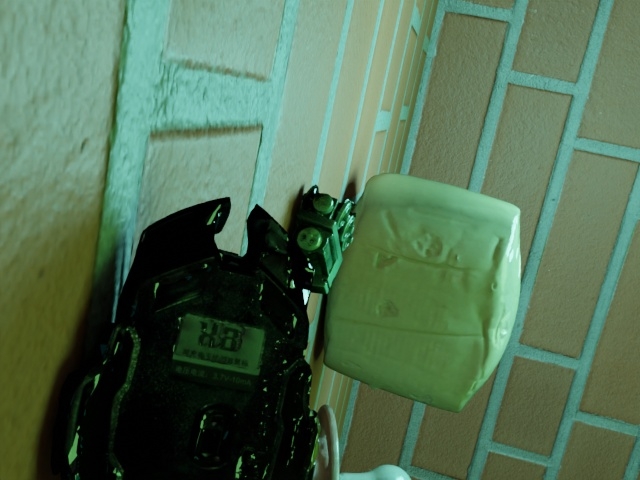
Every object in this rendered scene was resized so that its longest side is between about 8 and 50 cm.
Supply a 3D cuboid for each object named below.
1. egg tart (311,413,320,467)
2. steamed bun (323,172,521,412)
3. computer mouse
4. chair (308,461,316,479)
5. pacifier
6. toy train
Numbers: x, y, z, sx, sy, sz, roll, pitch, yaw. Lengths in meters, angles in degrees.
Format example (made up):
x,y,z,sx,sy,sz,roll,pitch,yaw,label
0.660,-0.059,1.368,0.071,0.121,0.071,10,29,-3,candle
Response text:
x,y,z,sx,sy,sz,roll,pitch,yaw,label
-0.078,0.230,0.599,0.315,0.120,0.315,14,90,-80,egg tart
0.213,0.094,1.390,0.290,0.371,0.456,-60,165,-64,steamed bun
-0.077,0.091,0.408,0.077,0.146,0.242,172,-66,-70,computer mouse
-0.071,0.451,1.089,0.101,0.084,0.213,-55,157,-57,chair
0.021,0.468,1.275,0.220,0.273,0.332,-32,137,-54,pacifier
0.000,0.000,0.906,0.170,0.071,0.111,77,35,-70,toy train
